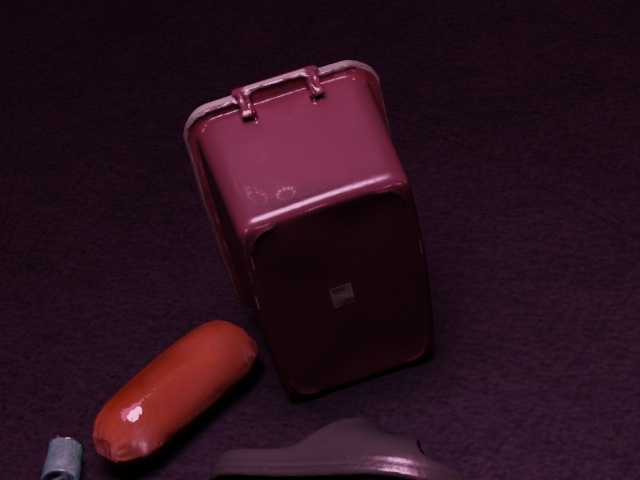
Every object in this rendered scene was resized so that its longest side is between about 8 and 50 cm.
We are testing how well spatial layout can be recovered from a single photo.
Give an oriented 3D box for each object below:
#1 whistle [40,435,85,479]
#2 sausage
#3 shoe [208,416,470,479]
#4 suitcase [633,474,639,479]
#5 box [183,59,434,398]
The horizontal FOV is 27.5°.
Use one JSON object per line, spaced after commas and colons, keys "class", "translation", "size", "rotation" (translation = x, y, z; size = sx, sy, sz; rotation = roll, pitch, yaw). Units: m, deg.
{"class": "whistle", "translation": [-0.239, 0.250, 1.162], "size": [0.039, 0.039, 0.186], "rotation": [-11, 34, 6]}
{"class": "sausage", "translation": [-0.138, 0.144, 1.248], "size": [0.077, 0.077, 0.194], "rotation": [18, 44, 39]}
{"class": "shoe", "translation": [0.027, 0.190, 1.086], "size": [0.241, 0.108, 0.093], "rotation": [-2, 39, 25]}
{"class": "suitcase", "translation": [0.278, 0.282, 0.763], "size": [0.066, 0.206, 0.285], "rotation": [-26, 34, -10]}
{"class": "box", "translation": [0.000, 0.000, 1.226], "size": [0.193, 0.294, 0.167], "rotation": [-17, 44, -3]}
